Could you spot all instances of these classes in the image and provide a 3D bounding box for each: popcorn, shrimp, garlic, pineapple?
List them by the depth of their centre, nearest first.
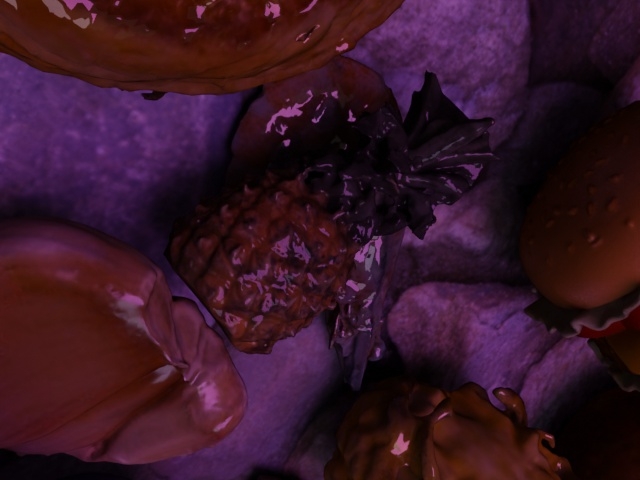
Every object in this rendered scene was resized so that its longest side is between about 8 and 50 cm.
[{"bbox_3d":[-0.189,0.077,0.676,0.228,0.110,0.217,-21,124,13],"label":"garlic"},{"bbox_3d":[0.011,-0.027,0.693,0.248,0.128,0.128,-36,127,-5],"label":"pineapple"},{"bbox_3d":[0.000,0.000,0.795,0.164,0.062,0.317,-12,116,-17],"label":"shrimp"},{"bbox_3d":[0.127,0.232,0.885,0.250,0.250,0.190,24,116,-37],"label":"popcorn"}]

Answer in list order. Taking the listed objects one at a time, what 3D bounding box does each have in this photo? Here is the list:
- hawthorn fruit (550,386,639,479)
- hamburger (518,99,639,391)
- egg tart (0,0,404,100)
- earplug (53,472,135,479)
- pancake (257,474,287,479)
[{"bbox_3d":[0.432,0.363,1.035,0.402,0.403,0.403,-14,120,-25],"label":"hawthorn fruit"},{"bbox_3d":[0.305,-0.010,0.841,0.212,0.274,0.274,41,90,-12],"label":"hamburger"},{"bbox_3d":[-0.076,-0.298,0.519,0.443,0.178,0.443,-16,122,-26],"label":"egg tart"},{"bbox_3d":[-0.226,0.267,0.612,0.215,0.215,0.456,-59,165,7],"label":"earplug"},{"bbox_3d":[-0.091,0.324,0.922,0.235,0.029,0.212,-27,126,-15],"label":"pancake"}]
